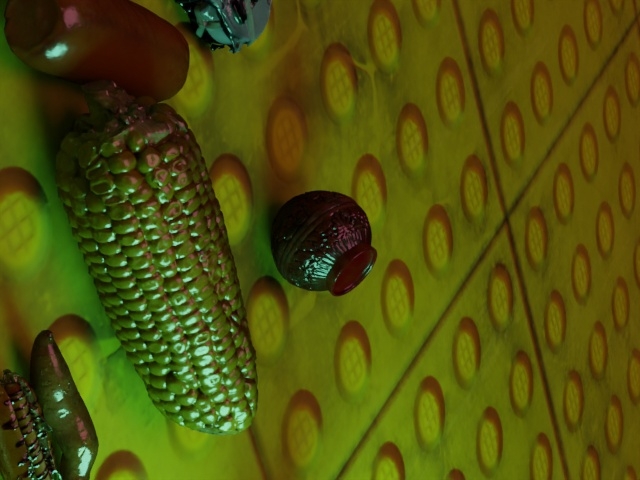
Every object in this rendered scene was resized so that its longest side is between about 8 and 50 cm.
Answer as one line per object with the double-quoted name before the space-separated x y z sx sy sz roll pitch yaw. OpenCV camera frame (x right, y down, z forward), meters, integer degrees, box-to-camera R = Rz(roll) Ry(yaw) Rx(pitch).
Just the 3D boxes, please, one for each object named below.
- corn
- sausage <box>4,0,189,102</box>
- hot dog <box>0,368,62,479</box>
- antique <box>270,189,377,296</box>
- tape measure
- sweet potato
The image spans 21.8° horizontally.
"corn" -0.124 0.019 1.307 0.119 0.119 0.321 -51 131 -51
"sausage" -0.166 -0.153 1.280 0.197 0.076 0.076 16 74 -60
"hot dog" -0.213 0.152 1.211 0.049 0.037 0.122 -44 125 -51
"antique" 0.000 0.000 1.560 0.104 0.104 0.104 8 81 -62
"tape measure" -0.084 -0.216 1.461 0.094 0.054 0.091 48 54 -48
"sweet potato" -0.189 0.145 1.251 0.044 0.044 0.179 -45 132 -54
